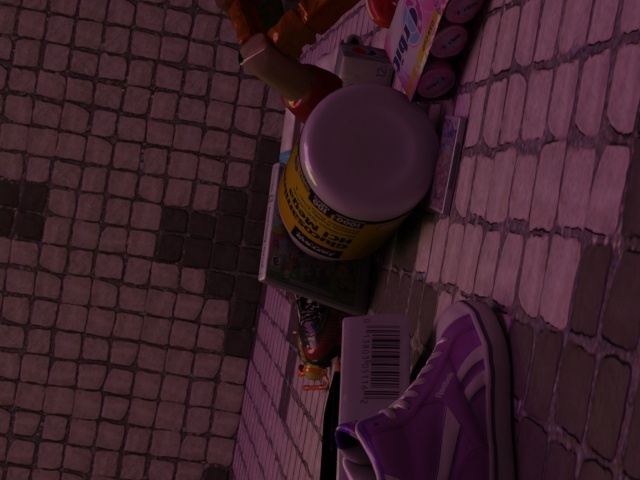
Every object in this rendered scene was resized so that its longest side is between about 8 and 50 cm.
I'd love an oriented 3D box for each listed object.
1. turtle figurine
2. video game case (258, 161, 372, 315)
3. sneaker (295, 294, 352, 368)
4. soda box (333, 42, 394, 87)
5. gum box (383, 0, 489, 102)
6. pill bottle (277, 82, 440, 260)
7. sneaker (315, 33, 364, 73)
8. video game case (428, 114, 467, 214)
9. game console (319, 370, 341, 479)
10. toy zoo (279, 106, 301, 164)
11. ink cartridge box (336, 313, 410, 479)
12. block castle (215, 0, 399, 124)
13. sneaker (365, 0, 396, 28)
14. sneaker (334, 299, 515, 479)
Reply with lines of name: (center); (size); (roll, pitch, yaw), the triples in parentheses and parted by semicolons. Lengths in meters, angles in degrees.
turtle figurine: (-0.007, 0.158, 2.278); (0.269, 0.087, 0.217); (119, 159, -69)
video game case: (0.000, 0.000, 2.037); (0.023, 0.212, 0.193); (-15, 62, 47)
sneaker: (-0.008, 0.073, 2.138); (0.098, 0.135, 0.276); (-16, 53, 32)
soda box: (0.052, -0.190, 2.251); (0.098, 0.091, 0.286); (-100, 20, -66)
gum box: (0.147, -0.280, 1.649); (0.188, 0.062, 0.107); (108, 149, -49)
pill bottle: (0.041, -0.079, 1.833); (0.334, 0.188, 0.187); (121, 157, -72)
sneaker: (0.052, -0.349, 2.534); (0.232, 0.090, 0.115); (-127, 53, -67)
video game case: (0.160, -0.097, 1.636); (0.087, 0.011, 0.122); (-131, 51, -81)
game console: (0.020, 0.388, 1.906); (0.213, 0.044, 0.361); (100, 174, -63)
toy zoo: (0.013, -0.102, 2.112); (0.030, 0.192, 0.293); (-15, 60, 47)
ink cartridge box: (0.075, 0.326, 1.626); (0.385, 0.091, 0.308); (82, -172, -50)
block castle: (0.001, -0.413, 1.925); (0.303, 0.213, 0.453); (-40, 45, 19)
sneaker: (0.125, -0.456, 2.061); (0.128, 0.087, 0.221); (151, 127, -82)
sneaker: (0.096, 0.155, 1.245); (0.282, 0.161, 0.102); (-87, 8, -49)
